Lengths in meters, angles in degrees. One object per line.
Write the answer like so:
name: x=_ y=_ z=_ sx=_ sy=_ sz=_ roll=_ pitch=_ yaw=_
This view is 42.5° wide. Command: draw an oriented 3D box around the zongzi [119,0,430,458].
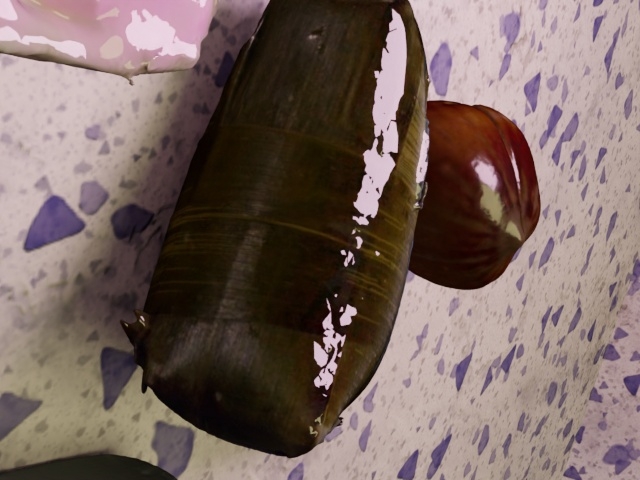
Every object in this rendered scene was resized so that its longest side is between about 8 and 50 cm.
zongzi: x=0.000 y=0.000 z=0.807 sx=0.432 sy=0.207 sz=0.404 roll=57 pitch=48 yaw=-72

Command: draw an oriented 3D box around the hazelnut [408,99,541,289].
hazelnut: x=0.150 y=-0.055 z=0.939 sx=0.229 sy=0.229 sz=0.230 roll=-31 pitch=131 yaw=-44

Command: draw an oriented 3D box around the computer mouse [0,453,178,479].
computer mouse: x=-0.198 y=0.230 z=0.656 sx=0.230 sy=0.127 sz=0.079 roll=11 pitch=91 yaw=-56

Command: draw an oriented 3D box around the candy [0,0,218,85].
candy: x=-0.182 y=-0.145 z=0.352 sx=0.155 sy=0.265 sz=0.116 roll=-2 pitch=106 yaw=-56
